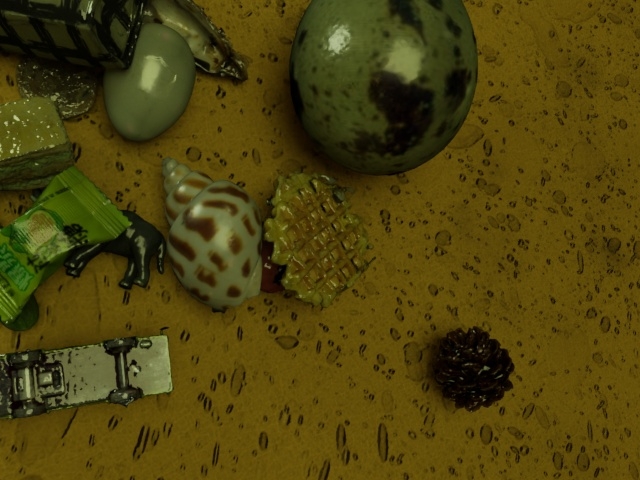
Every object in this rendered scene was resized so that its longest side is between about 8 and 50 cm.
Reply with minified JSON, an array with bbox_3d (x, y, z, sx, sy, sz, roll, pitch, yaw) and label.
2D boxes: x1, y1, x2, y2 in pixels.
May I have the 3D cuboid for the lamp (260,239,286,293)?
[{"bbox_3d":[-0.085,0.045,1.148,0.107,0.092,0.108,-21,123,-36],"label":"lamp"}]

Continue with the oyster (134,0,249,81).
[{"bbox_3d":[-0.284,-0.398,1.157,0.345,0.078,0.129,28,94,-17],"label":"oyster"}]

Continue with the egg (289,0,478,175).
[{"bbox_3d":[0.113,-0.330,1.151,0.345,0.345,0.428,7,70,-20],"label":"egg"}]

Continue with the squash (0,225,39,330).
[{"bbox_3d":[-0.518,0.040,0.997,0.066,0.066,0.229,-23,90,-23],"label":"squash"}]

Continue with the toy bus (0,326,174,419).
[{"bbox_3d":[-0.388,0.211,0.985,0.301,0.139,0.113,-5,83,-14],"label":"toy bus"}]

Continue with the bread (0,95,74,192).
[{"bbox_3d":[-0.500,-0.146,0.990,0.196,0.102,0.138,-19,57,-23],"label":"bread"}]

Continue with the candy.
[{"bbox_3d":[-0.433,-0.002,0.956,0.246,0.069,0.149,-41,93,-17],"label":"candy"}]

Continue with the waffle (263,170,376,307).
[{"bbox_3d":[-0.003,0.001,1.151,0.280,0.060,0.262,27,57,-43],"label":"waffle"}]

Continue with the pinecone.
[{"bbox_3d":[0.298,0.245,1.228,0.173,0.173,0.174,3,81,-21],"label":"pinecone"}]

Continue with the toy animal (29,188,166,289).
[{"bbox_3d":[-0.387,-0.006,1.047,0.269,0.082,0.137,24,71,-10],"label":"toy animal"}]

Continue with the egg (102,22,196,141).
[{"bbox_3d":[-0.299,-0.273,1.082,0.151,0.151,0.209,17,82,-18],"label":"egg"}]

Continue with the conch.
[{"bbox_3d":[-0.194,-0.023,1.075,0.182,0.149,0.275,-31,62,-8],"label":"conch"}]

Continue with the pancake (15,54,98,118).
[{"bbox_3d":[-0.459,-0.278,1.089,0.139,0.022,0.140,4,80,-20],"label":"pancake"}]

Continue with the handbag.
[{"bbox_3d":[-0.427,-0.458,1.006,0.325,0.162,0.327,11,71,11],"label":"handbag"}]
